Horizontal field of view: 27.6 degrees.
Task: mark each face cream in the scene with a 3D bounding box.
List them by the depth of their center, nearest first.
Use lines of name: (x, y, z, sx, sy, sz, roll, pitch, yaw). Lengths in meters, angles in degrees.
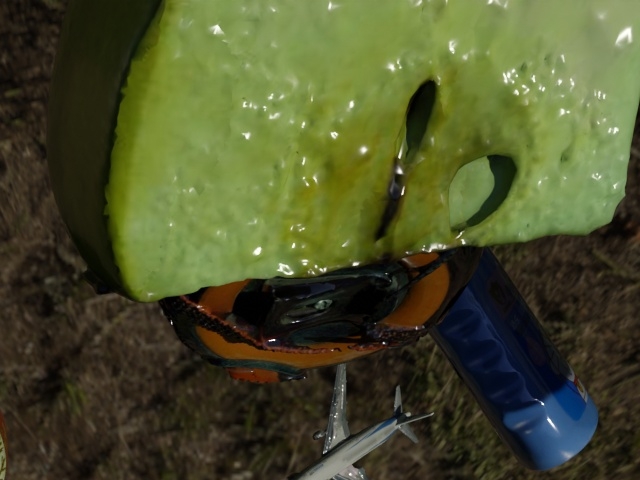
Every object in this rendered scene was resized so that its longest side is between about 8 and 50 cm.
face cream: (0.137, 0.068, 1.123, 0.083, 0.149, 0.264, -33, 100, 15)

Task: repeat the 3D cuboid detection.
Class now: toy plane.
toy plane: (0.039, 0.259, 1.608, 0.226, 0.058, 0.226, -25, 101, -29)

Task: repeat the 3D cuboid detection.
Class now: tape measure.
tape measure: (0.000, 0.000, 0.821, 0.223, 0.202, 0.135, -7, 57, -17)

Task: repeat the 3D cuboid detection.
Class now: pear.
pear: (0.016, -0.138, 0.567, 0.286, 0.282, 0.176, -9, 35, -26)

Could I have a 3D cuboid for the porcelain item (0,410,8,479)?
porcelain item: (-0.345, 0.139, 0.898, 0.253, 0.253, 0.253, 2, 69, -4)
